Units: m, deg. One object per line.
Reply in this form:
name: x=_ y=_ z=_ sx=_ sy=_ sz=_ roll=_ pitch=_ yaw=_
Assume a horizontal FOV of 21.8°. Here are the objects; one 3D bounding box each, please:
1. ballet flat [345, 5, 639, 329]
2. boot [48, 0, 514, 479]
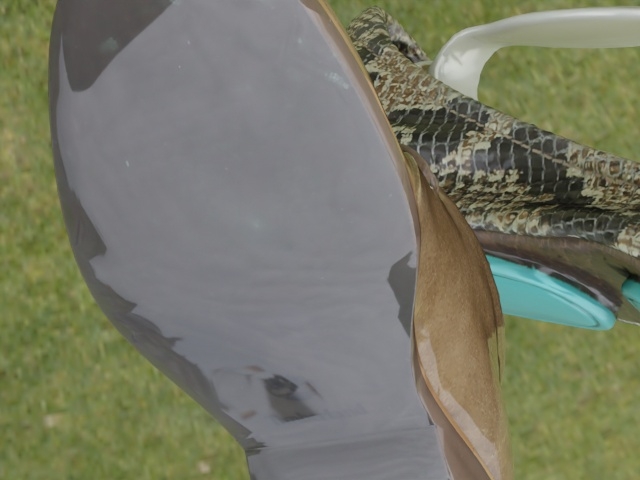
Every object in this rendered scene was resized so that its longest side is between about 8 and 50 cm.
ballet flat: x=0.161 y=-0.013 z=0.729 sx=0.164 sy=0.483 sz=0.182 roll=32 pitch=84 yaw=-49
boot: x=0.000 y=0.000 z=0.569 sx=0.112 sy=0.115 sz=0.305 roll=-4 pitch=134 yaw=22
